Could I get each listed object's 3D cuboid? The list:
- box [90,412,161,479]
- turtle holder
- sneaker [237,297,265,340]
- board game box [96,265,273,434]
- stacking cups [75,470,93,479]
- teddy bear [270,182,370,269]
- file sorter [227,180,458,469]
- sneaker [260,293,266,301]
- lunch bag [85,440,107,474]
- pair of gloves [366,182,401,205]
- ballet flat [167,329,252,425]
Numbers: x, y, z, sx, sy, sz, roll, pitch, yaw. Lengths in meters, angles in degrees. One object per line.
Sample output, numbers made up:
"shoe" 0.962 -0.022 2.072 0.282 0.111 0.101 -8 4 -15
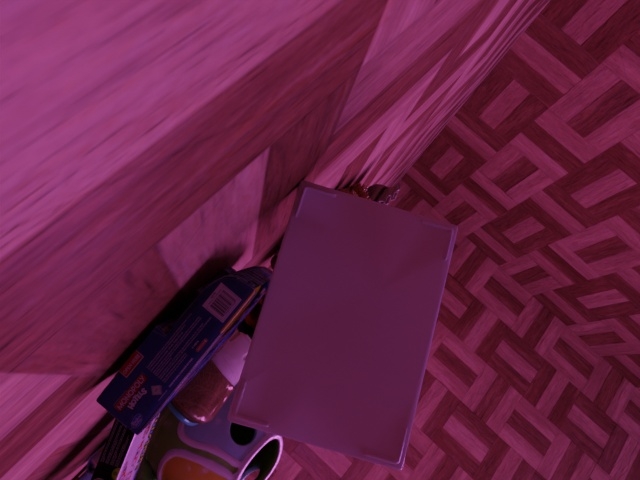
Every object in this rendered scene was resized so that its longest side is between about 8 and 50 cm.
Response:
"box" -0.298 0.327 0.672 0.114 0.036 0.206 103 7 -82
"turtle holder" -0.222 0.395 0.860 0.320 0.228 0.243 -3 111 -57
"sneaker" -0.099 0.196 1.133 0.125 0.180 0.321 -35 -166 20
"board game box" -0.140 0.104 0.536 0.194 0.060 0.194 -50 179 2
"stacking cups" -0.444 0.495 0.914 0.316 0.096 0.096 -45 175 -26
"teddy bear" 0.000 0.000 0.863 0.338 0.113 0.245 -54 -172 -36
"file sorter" 0.027 0.102 0.572 0.173 0.193 0.277 106 0 -79
"sneaker" -0.175 0.193 1.212 0.119 0.047 0.057 -46 -173 -5
"lunch bag" -0.401 0.411 0.855 0.083 0.053 0.071 -38 175 0
"pair of gloves" 0.080 -0.027 1.029 0.204 0.042 0.240 -23 -146 59
"ballet flat" -0.166 0.199 0.724 0.124 0.116 0.342 -35 176 -12
